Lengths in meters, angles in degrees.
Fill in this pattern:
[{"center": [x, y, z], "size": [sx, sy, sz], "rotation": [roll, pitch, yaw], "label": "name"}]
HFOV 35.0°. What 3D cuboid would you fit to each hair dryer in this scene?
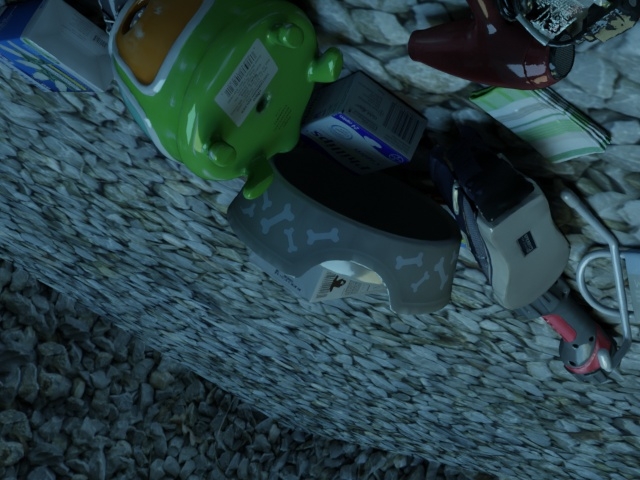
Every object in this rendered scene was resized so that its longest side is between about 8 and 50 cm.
[{"center": [0.179, -0.250, 1.049], "size": [0.223, 0.080, 0.293], "rotation": [42, 153, -5], "label": "hair dryer"}]

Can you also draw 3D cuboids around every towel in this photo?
[{"center": [0.270, -0.146, 1.254], "size": [0.152, 0.023, 0.113], "rotation": [31, 158, -22], "label": "towel"}]

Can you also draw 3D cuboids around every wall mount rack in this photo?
[{"center": [0.479, 0.048, 1.396], "size": [0.350, 0.130, 0.304], "rotation": [3, 117, 42], "label": "wall mount rack"}]

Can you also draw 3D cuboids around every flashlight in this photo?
[{"center": [0.412, 0.145, 1.748], "size": [0.103, 0.103, 0.304], "rotation": [6, 156, 47], "label": "flashlight"}]

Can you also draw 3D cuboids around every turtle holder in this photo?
[{"center": [-0.117, -0.212, 1.269], "size": [0.227, 0.243, 0.320], "rotation": [32, -155, 20], "label": "turtle holder"}]

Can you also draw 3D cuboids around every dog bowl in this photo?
[{"center": [0.046, -0.026, 1.459], "size": [0.348, 0.102, 0.349], "rotation": [20, -160, -8], "label": "dog bowl"}]

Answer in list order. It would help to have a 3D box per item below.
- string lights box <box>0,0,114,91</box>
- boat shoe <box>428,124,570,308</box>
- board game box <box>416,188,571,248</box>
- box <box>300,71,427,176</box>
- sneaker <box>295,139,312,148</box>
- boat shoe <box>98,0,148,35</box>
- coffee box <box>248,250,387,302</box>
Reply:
[{"center": [-0.400, -0.286, 1.499], "size": [0.133, 0.077, 0.259], "rotation": [35, 167, -32], "label": "string lights box"}, {"center": [0.249, -0.033, 1.423], "size": [0.158, 0.127, 0.340], "rotation": [54, 176, 30], "label": "boat shoe"}, {"center": [0.238, -0.029, 1.593], "size": [0.281, 0.027, 0.145], "rotation": [7, 154, 38], "label": "board game box"}, {"center": [0.052, -0.157, 1.397], "size": [0.126, 0.072, 0.137], "rotation": [32, 159, -23], "label": "box"}, {"center": [-0.117, -0.167, 1.549], "size": [0.236, 0.095, 0.104], "rotation": [20, -165, -39], "label": "sneaker"}, {"center": [-0.257, -0.298, 1.381], "size": [0.075, 0.065, 0.206], "rotation": [11, 157, 31], "label": "boat shoe"}, {"center": [0.025, 0.016, 1.627], "size": [0.141, 0.098, 0.246], "rotation": [34, -158, 30], "label": "coffee box"}]
